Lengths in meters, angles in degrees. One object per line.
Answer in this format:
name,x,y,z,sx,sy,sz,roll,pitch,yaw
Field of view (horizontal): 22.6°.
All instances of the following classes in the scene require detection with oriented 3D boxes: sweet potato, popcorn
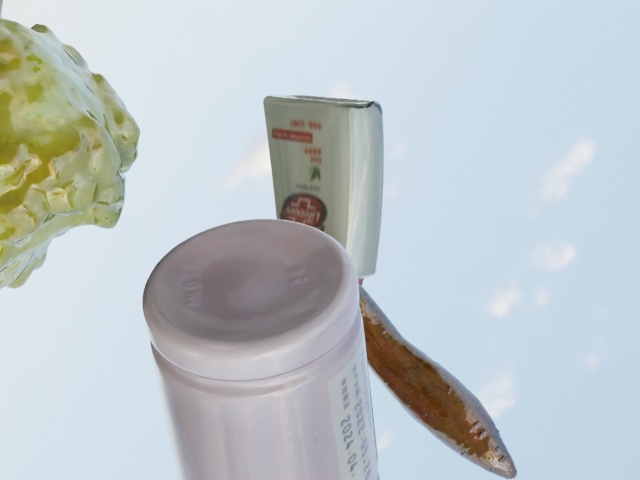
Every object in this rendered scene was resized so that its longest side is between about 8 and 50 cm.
sweet potato,0.083,0.124,1.472,0.057,0.264,0.057,-45,172,-8
popcorn,-0.284,-0.067,1.199,0.250,0.242,0.235,-41,166,26

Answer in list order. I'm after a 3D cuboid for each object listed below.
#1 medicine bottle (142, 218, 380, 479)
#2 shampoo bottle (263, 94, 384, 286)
medicine bottle,-0.030,0.121,1.017,0.133,0.250,0.133,-5,-144,3
shampoo bottle,0.000,0.000,1.575,0.153,0.071,0.284,8,-82,53
